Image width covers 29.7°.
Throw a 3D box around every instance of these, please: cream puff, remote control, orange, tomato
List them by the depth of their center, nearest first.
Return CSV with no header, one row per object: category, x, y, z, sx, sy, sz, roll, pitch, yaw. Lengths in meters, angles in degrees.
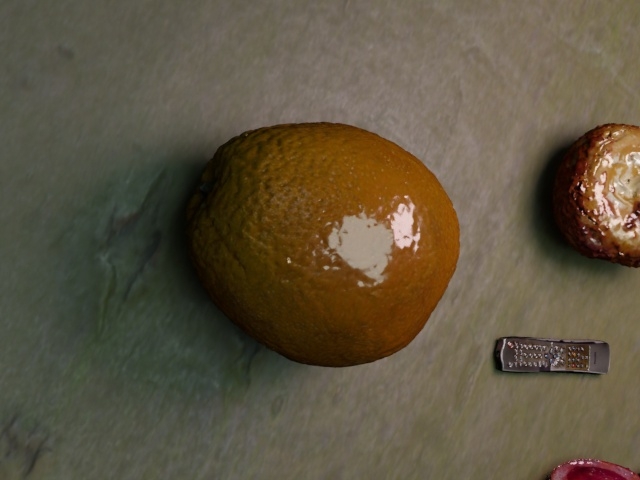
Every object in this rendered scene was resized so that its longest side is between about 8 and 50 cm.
orange,0.000,0.000,1.607,0.357,0.322,0.322,27,76,-12
tomato,0.422,0.431,1.865,0.189,0.173,0.099,-52,152,-49
cream puff,0.474,-0.067,1.913,0.240,0.164,0.240,6,71,-18
remote control,0.371,0.184,1.922,0.212,0.028,0.059,5,88,-24

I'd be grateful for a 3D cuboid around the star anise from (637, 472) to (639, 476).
star anise,0.508,0.474,1.956,0.157,0.053,0.212,34,72,-19
